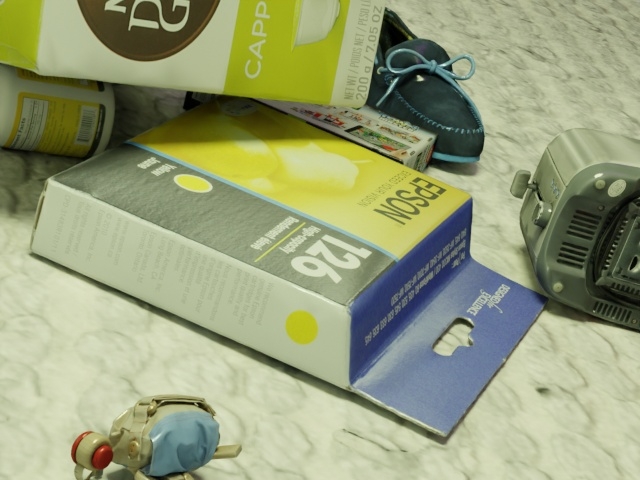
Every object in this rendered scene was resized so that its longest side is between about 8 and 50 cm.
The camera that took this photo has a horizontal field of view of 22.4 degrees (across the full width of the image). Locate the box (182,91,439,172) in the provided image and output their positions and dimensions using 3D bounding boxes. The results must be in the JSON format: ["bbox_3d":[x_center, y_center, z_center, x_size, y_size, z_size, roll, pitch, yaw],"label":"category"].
[{"bbox_3d":[-0.007,-0.107,1.446,0.207,0.036,0.114,23,22,13],"label":"box"}]

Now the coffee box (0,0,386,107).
[{"bbox_3d":[-0.165,-0.298,1.237,0.338,0.337,0.334,16,10,42],"label":"coffee box"}]

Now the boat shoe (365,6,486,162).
[{"bbox_3d":[0.082,-0.158,1.568,0.109,0.089,0.258,4,26,-32],"label":"boat shoe"}]

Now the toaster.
[{"bbox_3d":[0.267,-0.008,1.305,0.227,0.129,0.146,14,20,-12],"label":"toaster"}]

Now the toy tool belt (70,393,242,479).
[{"bbox_3d":[-0.084,0.110,0.849,0.051,0.052,0.083,23,21,34],"label":"toy tool belt"}]

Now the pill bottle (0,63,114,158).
[{"bbox_3d":[-0.220,-0.100,1.224,0.116,0.065,0.065,8,24,-26],"label":"pill bottle"}]

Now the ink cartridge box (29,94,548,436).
[{"bbox_3d":[0.000,0.000,1.159,0.307,0.072,0.303,21,21,14],"label":"ink cartridge box"}]
